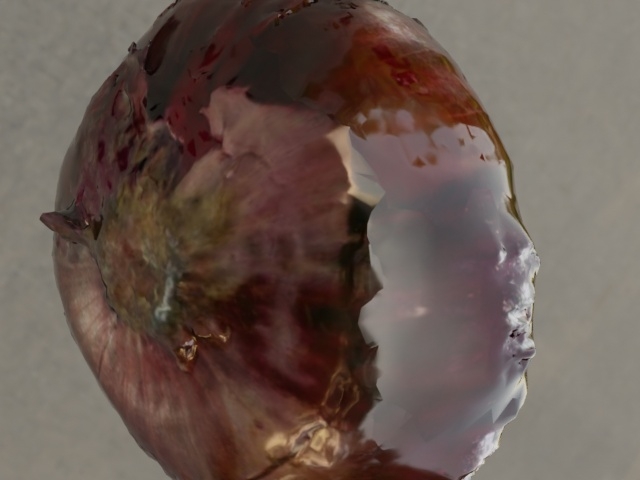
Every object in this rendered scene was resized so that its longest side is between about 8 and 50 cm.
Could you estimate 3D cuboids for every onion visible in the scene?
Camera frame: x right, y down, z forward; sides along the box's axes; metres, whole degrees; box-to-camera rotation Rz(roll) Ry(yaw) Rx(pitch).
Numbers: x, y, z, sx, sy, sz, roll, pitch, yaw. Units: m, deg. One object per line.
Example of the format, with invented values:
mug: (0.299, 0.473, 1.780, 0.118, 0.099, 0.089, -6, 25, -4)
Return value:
onion: (0.000, 0.000, 0.827, 0.219, 0.252, 0.252, -17, 136, -41)
